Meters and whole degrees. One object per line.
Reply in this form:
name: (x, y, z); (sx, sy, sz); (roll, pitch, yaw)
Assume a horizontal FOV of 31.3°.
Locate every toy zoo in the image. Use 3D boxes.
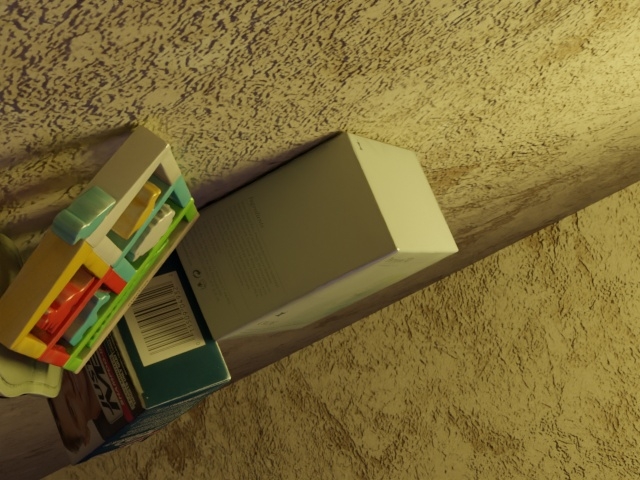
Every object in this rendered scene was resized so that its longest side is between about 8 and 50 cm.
toy zoo: (-0.180, 0.014, 0.935); (0.192, 0.030, 0.293); (-53, 174, -9)

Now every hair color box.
hair color box: (-0.232, 0.136, 1.306); (0.105, 0.174, 0.347); (-17, 168, -29)

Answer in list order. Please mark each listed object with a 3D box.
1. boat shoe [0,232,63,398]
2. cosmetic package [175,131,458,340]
boat shoe: (-0.305, 0.072, 0.984); (0.113, 0.127, 0.340); (2, 169, 0)
cosmetic package: (0.000, 0.000, 1.234); (0.224, 0.138, 0.224); (-28, 169, 20)
